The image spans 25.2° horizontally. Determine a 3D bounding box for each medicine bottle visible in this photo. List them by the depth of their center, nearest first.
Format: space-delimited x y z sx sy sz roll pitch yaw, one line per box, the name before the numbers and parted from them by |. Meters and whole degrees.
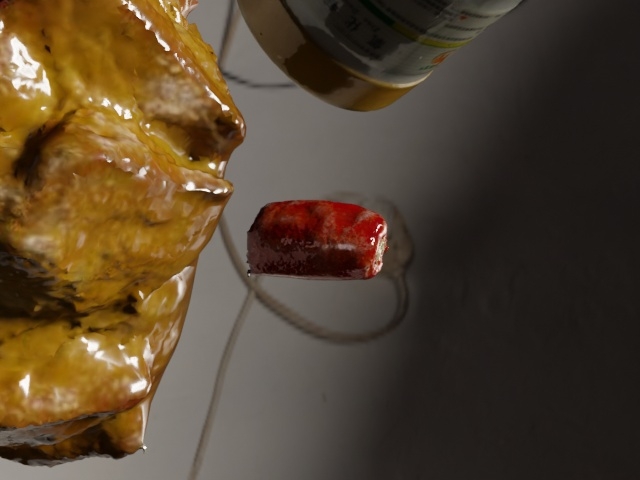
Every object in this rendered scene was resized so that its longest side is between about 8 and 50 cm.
medicine bottle | 0.068 -0.283 1.419 0.238 0.232 0.238 23 51 -30

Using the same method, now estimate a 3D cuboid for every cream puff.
cream puff | -0.125 -0.023 0.653 0.155 0.241 0.269 15 18 -10

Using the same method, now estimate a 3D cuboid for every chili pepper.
chili pepper | 0.000 0.000 1.235 0.123 0.073 0.070 3 91 22
